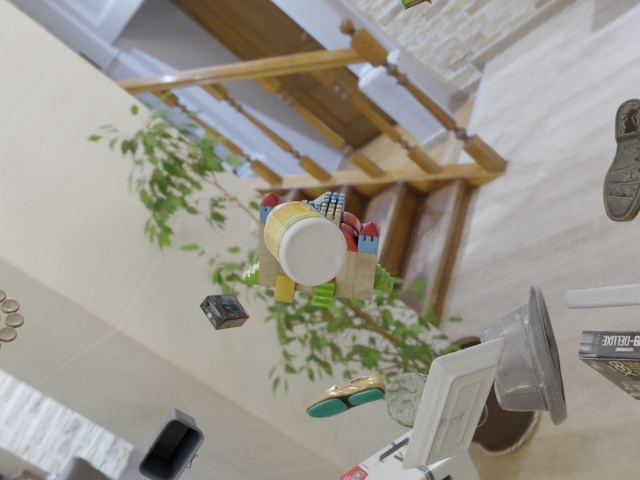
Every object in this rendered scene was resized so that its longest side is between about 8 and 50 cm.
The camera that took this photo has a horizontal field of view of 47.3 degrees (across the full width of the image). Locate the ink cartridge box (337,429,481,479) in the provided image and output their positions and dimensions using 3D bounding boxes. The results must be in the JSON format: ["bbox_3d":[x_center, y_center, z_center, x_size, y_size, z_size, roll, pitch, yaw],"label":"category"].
[{"bbox_3d":[0.209,0.569,1.728,0.273,0.114,0.197,-27,15,-18],"label":"ink cartridge box"}]

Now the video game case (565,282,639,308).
[{"bbox_3d":[0.618,0.077,1.161,0.329,0.300,0.036,-18,75,62],"label":"video game case"}]

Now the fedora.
[{"bbox_3d":[0.370,0.217,1.349,0.124,0.244,0.275,-14,25,18],"label":"fedora"}]

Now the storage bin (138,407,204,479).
[{"bbox_3d":[-0.298,0.414,1.490,0.135,0.098,0.091,-56,16,4],"label":"storage bin"}]

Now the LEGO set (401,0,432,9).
[{"bbox_3d":[0.219,-0.680,1.599,0.192,0.255,0.331,-21,35,7],"label":"LEGO set"}]

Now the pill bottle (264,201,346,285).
[{"bbox_3d":[-0.035,-0.004,1.295,0.117,0.117,0.208,-52,21,2],"label":"pill bottle"}]

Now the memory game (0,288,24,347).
[{"bbox_3d":[-0.672,0.154,1.415,0.186,0.186,0.012,-80,8,-53],"label":"memory game"}]

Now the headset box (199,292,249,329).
[{"bbox_3d":[-0.179,0.135,1.393,0.032,0.062,0.083,-50,-25,24],"label":"headset box"}]

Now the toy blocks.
[{"bbox_3d":[0.000,0.000,1.789,0.191,0.381,0.261,-74,-10,-55],"label":"toy blocks"}]

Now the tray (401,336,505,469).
[{"bbox_3d":[0.223,0.280,1.204,0.030,0.145,0.270,52,144,44],"label":"tray"}]

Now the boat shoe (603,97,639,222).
[{"bbox_3d":[0.771,-0.185,1.771,0.110,0.104,0.307,5,80,54],"label":"boat shoe"}]

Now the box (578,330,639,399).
[{"bbox_3d":[0.801,0.303,1.738,0.242,0.307,0.077,-8,57,48],"label":"box"}]

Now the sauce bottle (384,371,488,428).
[{"bbox_3d":[0.259,0.350,1.539,0.111,0.344,0.111,-13,66,32],"label":"sauce bottle"}]

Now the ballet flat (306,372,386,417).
[{"bbox_3d":[0.070,0.418,1.977,0.232,0.080,0.073,-19,38,15],"label":"ballet flat"}]
